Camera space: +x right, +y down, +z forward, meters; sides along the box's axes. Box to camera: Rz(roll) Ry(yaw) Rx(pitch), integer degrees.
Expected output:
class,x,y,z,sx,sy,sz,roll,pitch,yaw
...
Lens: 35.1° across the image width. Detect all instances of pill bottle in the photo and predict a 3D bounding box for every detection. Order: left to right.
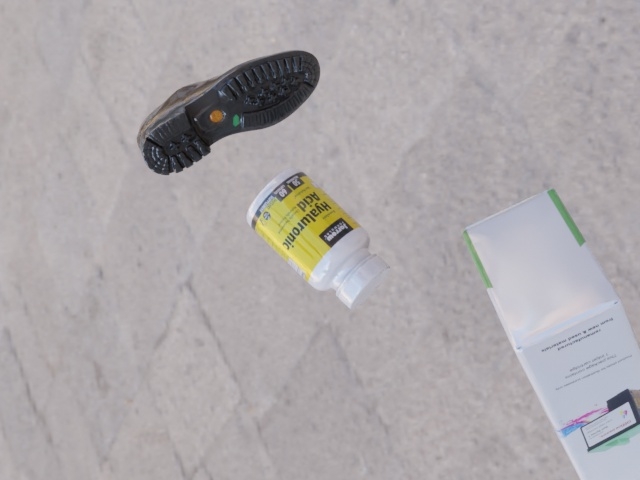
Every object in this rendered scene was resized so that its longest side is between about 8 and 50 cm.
class,x,y,z,sx,sy,sz,roll,pitch,yaw
pill bottle,0.000,0.000,0.831,0.116,0.065,0.065,43,135,14

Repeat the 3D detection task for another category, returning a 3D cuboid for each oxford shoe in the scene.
class,x,y,z,sx,sy,sz,roll,pitch,yaw
oxford shoe,-0.110,-0.164,1.156,0.096,0.227,0.083,53,166,56

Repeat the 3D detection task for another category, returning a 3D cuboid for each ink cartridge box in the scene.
class,x,y,z,sx,sy,sz,roll,pitch,yaw
ink cartridge box,0.277,0.116,1.108,0.278,0.117,0.201,58,-170,-36
